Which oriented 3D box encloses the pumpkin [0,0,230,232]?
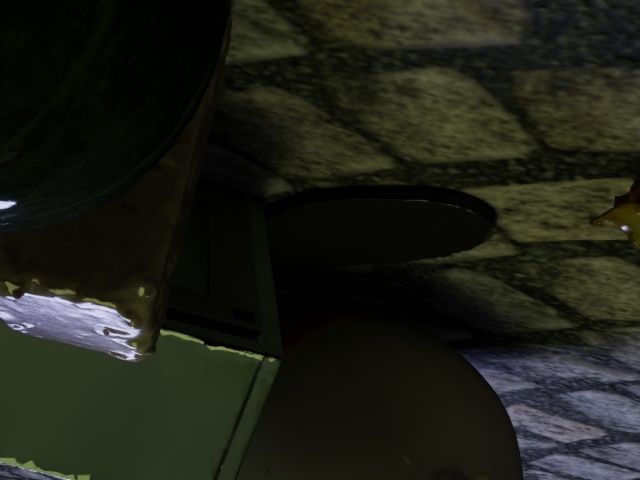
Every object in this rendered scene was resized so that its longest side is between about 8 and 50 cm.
[{"bbox_3d":[-0.179,-0.113,0.461,0.300,0.207,0.300,5,175,0],"label":"pumpkin"}]

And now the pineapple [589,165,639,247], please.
[{"bbox_3d":[0.264,-0.025,0.639,0.249,0.140,0.164,28,-158,-1],"label":"pineapple"}]

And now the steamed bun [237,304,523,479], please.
[{"bbox_3d":[-0.032,0.181,1.100,0.374,0.241,0.374,-22,174,-2],"label":"steamed bun"}]

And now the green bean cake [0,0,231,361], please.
[{"bbox_3d":[-0.098,-0.041,0.646,0.085,0.179,0.109,13,161,-2],"label":"green bean cake"}]

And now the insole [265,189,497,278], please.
[{"bbox_3d":[0.000,0.000,0.964,0.110,0.012,0.309,22,159,-31],"label":"insole"}]

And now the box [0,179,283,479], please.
[{"bbox_3d":[-0.150,0.032,0.823,0.225,0.117,0.225,17,-159,-12],"label":"box"}]
